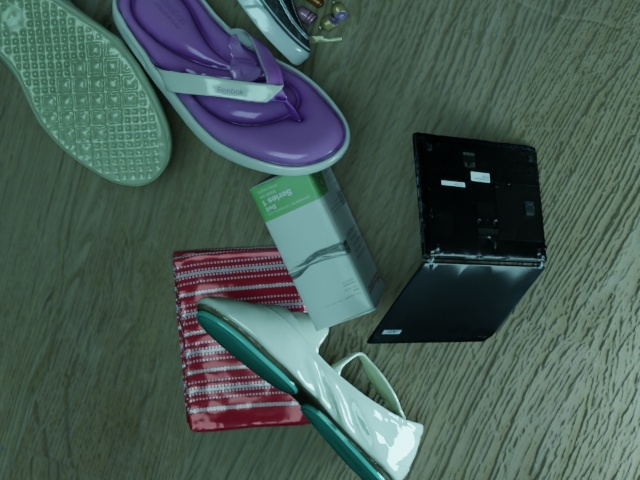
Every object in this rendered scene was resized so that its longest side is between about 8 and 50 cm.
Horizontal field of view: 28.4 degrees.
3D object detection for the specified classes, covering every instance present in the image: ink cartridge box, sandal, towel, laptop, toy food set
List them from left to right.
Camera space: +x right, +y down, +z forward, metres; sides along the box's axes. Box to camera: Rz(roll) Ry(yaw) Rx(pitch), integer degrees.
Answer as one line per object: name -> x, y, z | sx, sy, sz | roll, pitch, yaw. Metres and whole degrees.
sandal -> -0.138, -0.233, 1.690 | 0.416, 0.102, 0.169 | 39, 68, 20
towel -> -0.114, 0.147, 1.868 | 0.199, 0.031, 0.275 | -3, 99, 7
toy food set -> -0.001, -0.339, 1.775 | 0.078, 0.019, 0.122 | -3, 99, 8
ink cartridge box -> 0.000, 0.000, 1.761 | 0.092, 0.160, 0.219 | -23, 95, 12
laptop -> 0.184, 0.003, 1.735 | 0.136, 0.234, 0.264 | -14, 77, 50

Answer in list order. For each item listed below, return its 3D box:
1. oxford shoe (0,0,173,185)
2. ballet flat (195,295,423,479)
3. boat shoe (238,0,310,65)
oxford shoe -> -0.370, -0.263, 1.780 | 0.169, 0.130, 0.449 | -44, 91, 9
ballet flat -> -0.005, 0.187, 1.804 | 0.139, 0.139, 0.400 | -42, 104, 12
boat shoe -> -0.083, -0.387, 1.739 | 0.102, 0.108, 0.301 | -32, 86, 11
